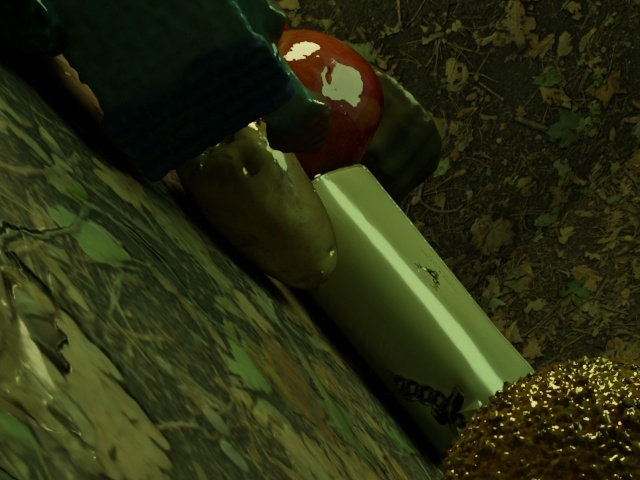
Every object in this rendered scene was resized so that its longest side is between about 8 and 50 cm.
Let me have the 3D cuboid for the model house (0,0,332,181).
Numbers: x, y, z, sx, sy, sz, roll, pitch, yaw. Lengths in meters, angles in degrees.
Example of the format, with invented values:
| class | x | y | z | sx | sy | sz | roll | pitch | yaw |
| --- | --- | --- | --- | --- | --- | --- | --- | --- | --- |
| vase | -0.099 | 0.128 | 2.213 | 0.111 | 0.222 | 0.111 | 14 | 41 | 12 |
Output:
| class | x | y | z | sx | sy | sz | roll | pitch | yaw |
| --- | --- | --- | --- | --- | --- | --- | --- | --- | --- |
| model house | -0.146 | -0.197 | 1.187 | 0.329 | 0.252 | 0.295 | 52 | 3 | -23 |

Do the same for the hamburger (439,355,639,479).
| class | x | y | z | sx | sy | sz | roll | pitch | yaw |
| --- | --- | --- | --- | --- | --- | --- | --- | --- | --- |
| hamburger | 0.243 | 0.231 | 1.044 | 0.276 | 0.294 | 0.179 | -106 | 172 | -46 |

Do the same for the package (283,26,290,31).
| class | x | y | z | sx | sy | sz | roll | pitch | yaw |
| --- | --- | --- | --- | --- | --- | --- | --- | --- | --- |
| package | -0.182 | -0.356 | 1.983 | 0.123 | 0.196 | 0.423 | 52 | 6 | 37 |

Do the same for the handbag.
| class | x | y | z | sx | sy | sz | roll | pitch | yaw |
| --- | --- | --- | --- | --- | --- | --- | --- | --- | --- |
| handbag | 0.098 | 0.085 | 1.480 | 0.358 | 0.160 | 0.237 | 50 | 14 | 9 |

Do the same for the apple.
| class | x | y | z | sx | sy | sz | roll | pitch | yaw |
| --- | --- | --- | --- | --- | --- | --- | --- | --- | --- |
| apple | -0.040 | -0.171 | 1.619 | 0.206 | 0.252 | 0.272 | 44 | 32 | -16 |

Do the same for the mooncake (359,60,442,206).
| class | x | y | z | sx | sy | sz | roll | pitch | yaw |
| --- | --- | --- | --- | --- | --- | --- | --- | --- | --- |
| mooncake | 0.061 | -0.176 | 2.054 | 0.290 | 0.161 | 0.290 | 37 | -15 | 12 |

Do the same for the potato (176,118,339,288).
| class | x | y | z | sx | sy | sz | roll | pitch | yaw |
| --- | --- | --- | --- | --- | --- | --- | --- | --- | --- |
| potato | -0.062 | -0.048 | 1.296 | 0.234 | 0.128 | 0.161 | 54 | 12 | -1 |
